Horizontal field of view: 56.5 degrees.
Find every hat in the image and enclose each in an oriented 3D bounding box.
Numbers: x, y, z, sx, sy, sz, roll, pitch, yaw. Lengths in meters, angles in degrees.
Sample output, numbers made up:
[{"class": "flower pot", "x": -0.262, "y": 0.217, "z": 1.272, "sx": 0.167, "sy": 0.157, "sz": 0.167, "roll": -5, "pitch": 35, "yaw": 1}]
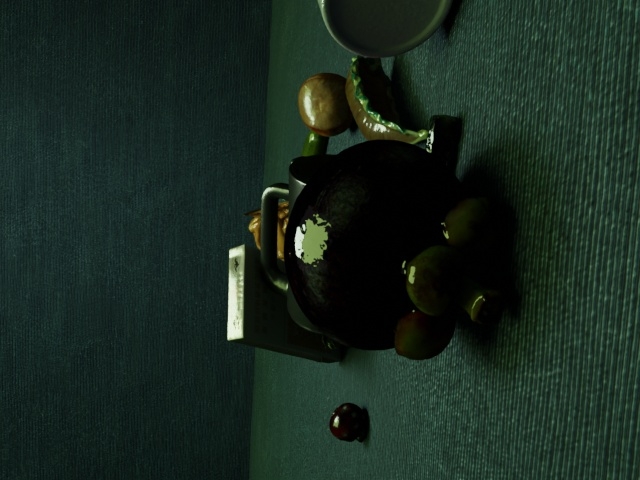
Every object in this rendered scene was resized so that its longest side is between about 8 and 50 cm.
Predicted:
[{"class": "hat", "x": -0.122, "y": -0.008, "z": 2.027, "sx": 0.244, "sy": 0.233, "sz": 0.233, "roll": -4, "pitch": 103, "yaw": 50}]

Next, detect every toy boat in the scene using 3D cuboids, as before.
[{"class": "toy boat", "x": 0.109, "y": -0.231, "z": 1.053, "sx": 0.099, "sy": 0.108, "sz": 0.293, "roll": -45, "pitch": 38, "yaw": 24}]

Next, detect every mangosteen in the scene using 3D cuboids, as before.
[{"class": "mangosteen", "x": 0.059, "y": 0.378, "z": 1.236, "sx": 0.081, "sy": 0.081, "sz": 0.081, "roll": -178, "pitch": 90, "yaw": -78}, {"class": "mangosteen", "x": 0.099, "y": 0.020, "z": 0.753, "sx": 0.302, "sy": 0.275, "sz": 0.275, "roll": 31, "pitch": 124, "yaw": 39}]

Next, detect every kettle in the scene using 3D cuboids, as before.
[{"class": "kettle", "x": 0.001, "y": 0.007, "z": 1.136, "sx": 0.203, "sy": 0.262, "sz": 0.308, "roll": -79, "pitch": -5, "yaw": -63}]

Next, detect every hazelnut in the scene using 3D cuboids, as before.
[{"class": "hazelnut", "x": 0.018, "y": -0.324, "z": 1.421, "sx": 0.150, "sy": 0.150, "sz": 0.150, "roll": -178, "pitch": 90, "yaw": -78}]

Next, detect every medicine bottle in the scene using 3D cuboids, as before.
[{"class": "medicine bottle", "x": 0.077, "y": -0.484, "z": 0.955, "sx": 0.219, "sy": 0.219, "sz": 0.388, "roll": 105, "pitch": 162, "yaw": -47}]

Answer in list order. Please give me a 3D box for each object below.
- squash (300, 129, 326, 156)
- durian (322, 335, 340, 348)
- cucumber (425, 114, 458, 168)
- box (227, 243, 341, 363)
[{"class": "squash", "x": -0.028, "y": -0.240, "z": 1.794, "sx": 0.252, "sy": 0.066, "sz": 0.066, "roll": 105, "pitch": 163, "yaw": -51}, {"class": "durian", "x": 0.038, "y": 0.137, "z": 1.340, "sx": 0.137, "sy": 0.095, "sz": 0.221, "roll": 32, "pitch": -129, "yaw": -62}, {"class": "cucumber", "x": 0.162, "y": -0.058, "z": 0.883, "sx": 0.044, "sy": 0.043, "sz": 0.257, "roll": -105, "pitch": 19, "yaw": -69}, {"class": "box", "x": -0.071, "y": 0.157, "z": 1.363, "sx": 0.051, "sy": 0.365, "sz": 0.205, "roll": -16, "pitch": 64, "yaw": 30}]
